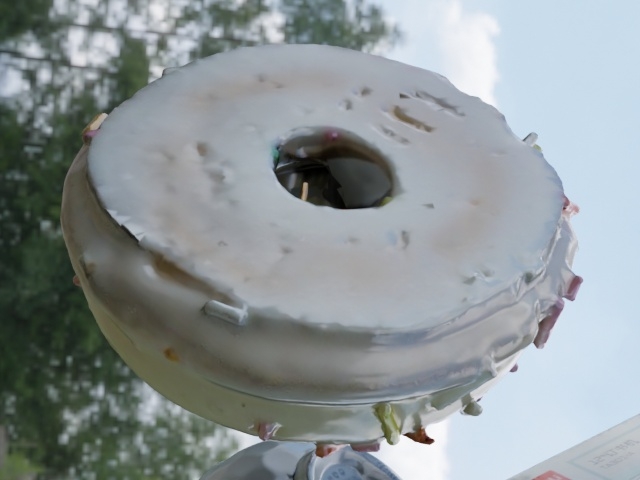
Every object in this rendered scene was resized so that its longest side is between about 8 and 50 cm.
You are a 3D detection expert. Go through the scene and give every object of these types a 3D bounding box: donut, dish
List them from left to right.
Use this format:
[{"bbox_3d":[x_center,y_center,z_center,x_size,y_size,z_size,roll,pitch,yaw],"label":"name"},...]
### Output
[{"bbox_3d":[0.000,0.000,0.961,0.382,0.383,0.142,-103,-165,-48],"label":"donut"},{"bbox_3d":[0.012,0.284,1.227,0.120,0.303,0.303,-51,-150,25],"label":"dish"}]

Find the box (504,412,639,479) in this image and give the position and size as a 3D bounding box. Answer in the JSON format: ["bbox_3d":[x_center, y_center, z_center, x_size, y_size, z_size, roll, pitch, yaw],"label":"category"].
[{"bbox_3d":[0.266,0.183,0.931,0.135,0.269,0.079,19,-57,54],"label":"box"}]
